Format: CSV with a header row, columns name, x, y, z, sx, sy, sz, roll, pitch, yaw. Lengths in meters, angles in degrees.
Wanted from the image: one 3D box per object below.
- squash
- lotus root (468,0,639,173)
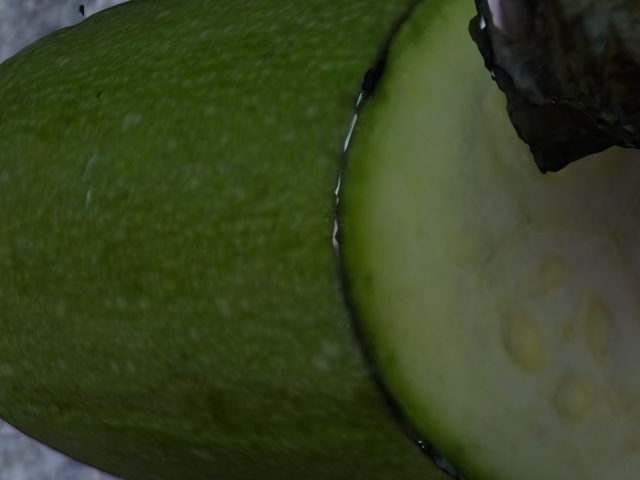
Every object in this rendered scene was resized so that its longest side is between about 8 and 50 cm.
name,x,y,z,sx,sy,sz,roll,pitch,yaw
squash,0.000,0.000,0.601,0.260,0.189,0.189,-7,62,54
lotus root,0.205,-0.139,0.407,0.397,0.179,0.196,-30,94,2
